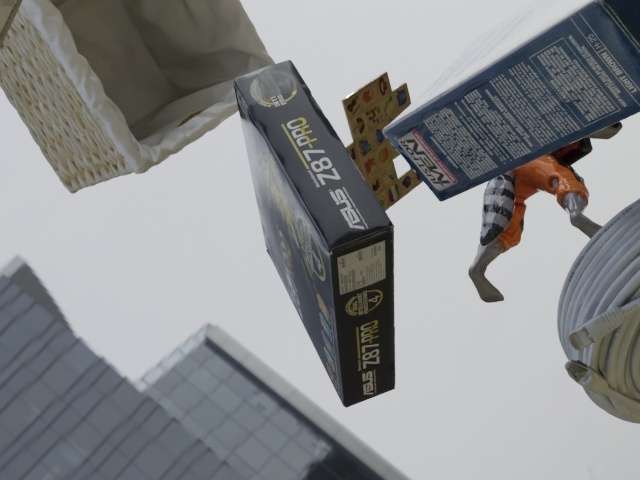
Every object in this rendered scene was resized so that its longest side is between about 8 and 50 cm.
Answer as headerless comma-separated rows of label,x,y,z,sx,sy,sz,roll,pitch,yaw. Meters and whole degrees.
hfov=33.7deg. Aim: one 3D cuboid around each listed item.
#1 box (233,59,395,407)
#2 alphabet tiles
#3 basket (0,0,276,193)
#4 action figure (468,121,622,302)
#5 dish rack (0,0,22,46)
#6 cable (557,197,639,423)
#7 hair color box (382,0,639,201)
box,0.000,0.000,1.444,0.097,0.318,0.395,-20,-34,-9
alphabet tiles,0.107,-0.169,1.883,0.198,0.009,0.237,-37,-56,-32
basket,-0.311,-0.294,1.644,0.266,0.331,0.328,-12,23,49
action figure,0.278,-0.130,1.310,0.341,0.179,0.330,132,145,-50
dish rack,-0.440,-0.204,1.077,0.285,0.072,0.333,-16,-23,-45
cable,0.341,0.058,0.959,0.257,0.089,0.257,-42,-50,7
hair color box,0.221,-0.165,0.995,0.174,0.105,0.347,-45,10,-27
